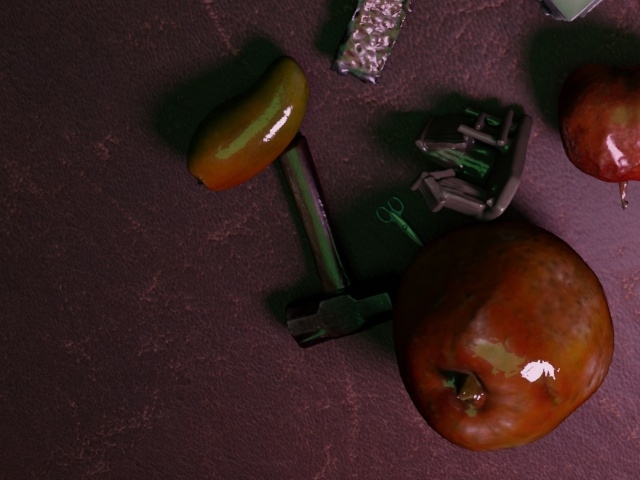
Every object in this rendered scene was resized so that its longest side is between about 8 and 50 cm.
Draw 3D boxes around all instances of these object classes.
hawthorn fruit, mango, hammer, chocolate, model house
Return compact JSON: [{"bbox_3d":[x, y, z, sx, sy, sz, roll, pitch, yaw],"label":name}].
[{"bbox_3d":[0.496,-0.168,1.185,0.207,0.207,0.243,-2,113,14],"label":"hawthorn fruit"},{"bbox_3d":[-0.129,-0.208,1.343,0.289,0.129,0.146,-34,81,17],"label":"mango"},{"bbox_3d":[0.000,0.000,1.411,0.242,0.095,0.409,-16,102,18],"label":"hammer"},{"bbox_3d":[0.119,-0.434,1.246,0.102,0.065,0.329,21,114,-10],"label":"chocolate"},{"bbox_3d":[0.254,-0.141,1.254,0.188,0.229,0.122,18,145,8],"label":"model house"},{"bbox_3d":[0.296,0.170,1.240,0.402,0.403,0.403,4,110,12],"label":"hawthorn fruit"}]

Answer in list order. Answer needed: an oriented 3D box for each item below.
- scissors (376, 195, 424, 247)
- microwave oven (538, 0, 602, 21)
[{"bbox_3d":[0.163,-0.030,1.400,0.119,0.014,0.058,47,113,-2],"label":"scissors"},{"bbox_3d":[0.369,-0.432,1.088,0.145,0.240,0.194,-38,97,21],"label":"microwave oven"}]
